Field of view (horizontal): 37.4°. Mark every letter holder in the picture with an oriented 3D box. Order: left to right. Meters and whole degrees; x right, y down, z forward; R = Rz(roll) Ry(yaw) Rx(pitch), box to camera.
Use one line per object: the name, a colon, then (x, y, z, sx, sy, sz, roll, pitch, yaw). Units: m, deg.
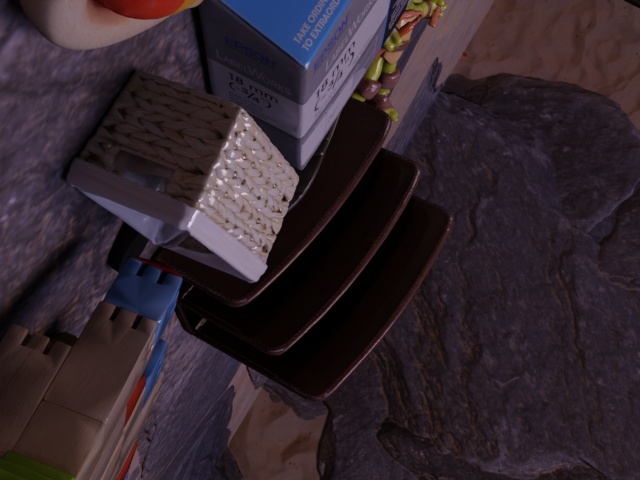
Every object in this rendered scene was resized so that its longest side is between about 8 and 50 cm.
letter holder: (0.000, 0.000, 1.072, 0.302, 0.214, 0.152, -51, 153, -25)

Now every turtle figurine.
turtle figurine: (0.077, -0.238, 1.150, 0.269, 0.087, 0.217, -50, 164, -55)

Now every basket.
basket: (-0.099, -0.047, 0.746, 0.103, 0.113, 0.167, -65, 160, -10)

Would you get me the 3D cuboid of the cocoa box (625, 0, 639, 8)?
cocoa box: (0.285, -0.433, 0.998, 0.231, 0.347, 0.228, -61, 173, 2)

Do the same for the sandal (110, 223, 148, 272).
sandal: (-0.138, -0.042, 0.865, 0.179, 0.040, 0.067, -63, 172, 20)

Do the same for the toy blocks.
toy blocks: (-0.217, 0.176, 0.788, 0.381, 0.191, 0.261, 111, 1, -48)

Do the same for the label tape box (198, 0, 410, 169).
label tape box: (0.002, -0.234, 0.819, 0.240, 0.106, 0.333, -59, 173, -15)

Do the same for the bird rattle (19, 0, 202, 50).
bird rattle: (-0.079, -0.169, 0.496, 0.207, 0.143, 0.253, -45, -177, 45)

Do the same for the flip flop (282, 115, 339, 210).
flip flop: (-0.042, -0.126, 1.012, 0.277, 0.112, 0.080, -63, -172, -17)
